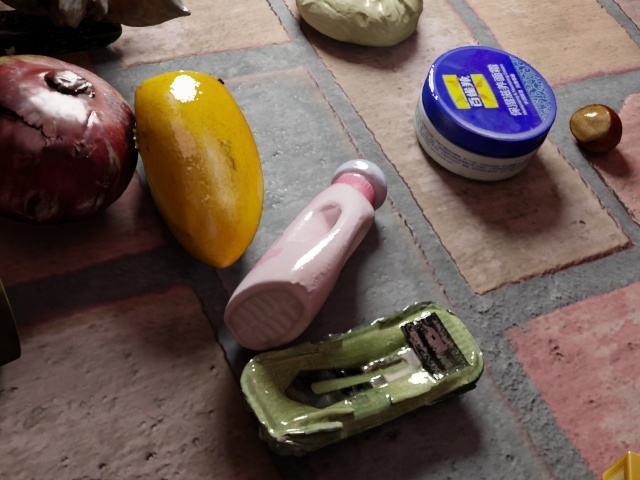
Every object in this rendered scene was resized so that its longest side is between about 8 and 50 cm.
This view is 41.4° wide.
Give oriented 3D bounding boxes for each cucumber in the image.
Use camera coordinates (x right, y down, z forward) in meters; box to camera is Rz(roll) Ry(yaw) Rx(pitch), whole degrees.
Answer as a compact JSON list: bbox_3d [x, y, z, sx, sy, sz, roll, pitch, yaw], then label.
[{"bbox_3d":[-0.412,-0.306,1.247,0.241,0.074,0.074,-14,58,-27],"label":"cucumber"}]

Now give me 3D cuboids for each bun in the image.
[{"bbox_3d":[0.077,-0.426,1.442,0.237,0.116,0.210,-34,68,-32],"label":"bun"}]

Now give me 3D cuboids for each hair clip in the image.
[{"bbox_3d":[0.046,0.169,0.997,0.321,0.091,0.138,-11,53,-36],"label":"hair clip"}]

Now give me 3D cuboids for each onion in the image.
[{"bbox_3d":[-0.343,-0.130,1.056,0.246,0.190,0.246,19,35,-14],"label":"onion"}]

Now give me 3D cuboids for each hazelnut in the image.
[{"bbox_3d":[0.455,-0.185,1.386,0.086,0.086,0.086,7,52,-9],"label":"hazelnut"}]

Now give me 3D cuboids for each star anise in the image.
[{"bbox_3d":[-0.339,-0.373,1.208,0.315,0.108,0.315,11,27,-6],"label":"star anise"}]

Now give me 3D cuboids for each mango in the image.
[{"bbox_3d":[-0.148,-0.084,1.092,0.138,0.187,0.257,-23,79,11],"label":"mango"}]

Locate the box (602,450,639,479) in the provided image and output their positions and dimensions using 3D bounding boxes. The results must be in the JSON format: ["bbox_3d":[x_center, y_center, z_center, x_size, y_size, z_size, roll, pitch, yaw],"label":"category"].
[{"bbox_3d":[0.408,0.390,0.929,0.174,0.076,0.274,15,51,-2],"label":"box"}]

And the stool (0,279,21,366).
[{"bbox_3d":[-0.466,0.091,0.859,0.264,0.179,0.179,-23,62,-28],"label":"stool"}]

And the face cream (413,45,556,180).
[{"bbox_3d":[0.250,-0.194,1.313,0.206,0.111,0.206,7,52,-9],"label":"face cream"}]

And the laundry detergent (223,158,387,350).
[{"bbox_3d":[0.000,0.000,1.074,0.088,0.159,0.335,49,39,-11],"label":"laundry detergent"}]
